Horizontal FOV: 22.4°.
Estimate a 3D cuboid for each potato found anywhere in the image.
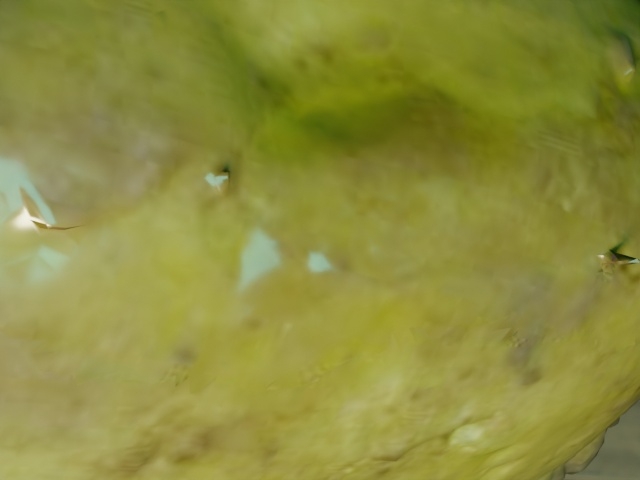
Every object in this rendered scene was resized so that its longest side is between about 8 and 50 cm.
[{"bbox_3d":[0.000,0.000,0.455,0.266,0.229,0.229,9,86,-21],"label":"potato"}]
